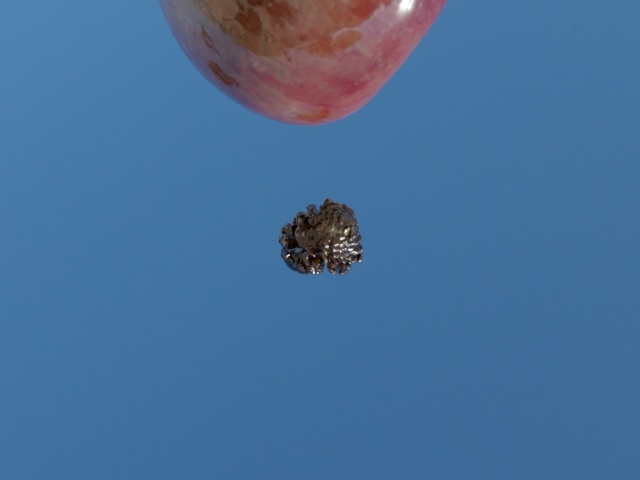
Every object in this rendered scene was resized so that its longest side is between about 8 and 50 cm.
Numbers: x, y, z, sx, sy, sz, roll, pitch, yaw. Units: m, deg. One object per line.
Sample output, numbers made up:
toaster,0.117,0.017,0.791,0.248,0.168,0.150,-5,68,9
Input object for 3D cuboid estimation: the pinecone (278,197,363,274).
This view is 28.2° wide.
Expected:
pinecone,0.000,0.000,1.245,0.083,0.077,0.077,-16,-140,49

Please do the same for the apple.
apple,-0.009,-0.284,1.148,0.345,0.269,0.345,-52,-171,12
